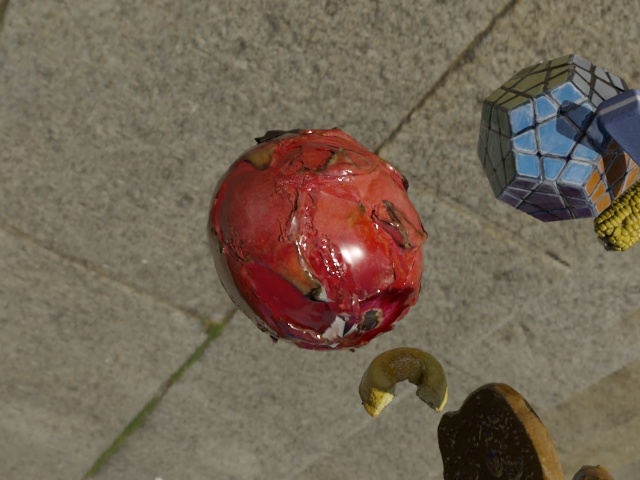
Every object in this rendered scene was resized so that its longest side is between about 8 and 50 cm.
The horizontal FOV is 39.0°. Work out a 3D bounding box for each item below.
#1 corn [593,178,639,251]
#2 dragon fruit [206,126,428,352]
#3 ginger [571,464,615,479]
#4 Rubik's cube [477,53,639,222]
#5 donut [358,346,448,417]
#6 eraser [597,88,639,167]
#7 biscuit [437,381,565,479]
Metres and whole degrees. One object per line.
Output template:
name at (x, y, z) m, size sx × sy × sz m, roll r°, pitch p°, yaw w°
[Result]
corn at (0.668, -0.089, 1.786) m, size 0.292 × 0.101 × 0.101 m, roll -37°, pitch 121°, yaw 7°
dragon fruit at (0.000, 0.000, 1.208) m, size 0.296 × 0.301 × 0.295 m, roll -26°, pitch 145°, yaw -20°
ginger at (0.457, 0.511, 1.572) m, size 0.107 × 0.309 × 0.133 m, roll 28°, pitch 137°, yaw 10°
Rubik's cube at (0.452, -0.189, 1.706) m, size 0.319 × 0.264 × 0.318 m, roll 1°, pitch 93°, yaw 17°
donut at (0.165, 0.273, 1.797) m, size 0.181 × 0.146 × 0.078 m, roll -3°, pitch 133°, yaw -3°
eraser at (0.555, -0.155, 1.502) m, size 0.225 × 0.036 × 0.082 m, roll 40°, pitch 145°, yaw -19°
biscuit at (0.275, 0.361, 1.372) m, size 0.049 × 0.272 × 0.257 m, roll 2°, pitch 148°, yaw -26°
